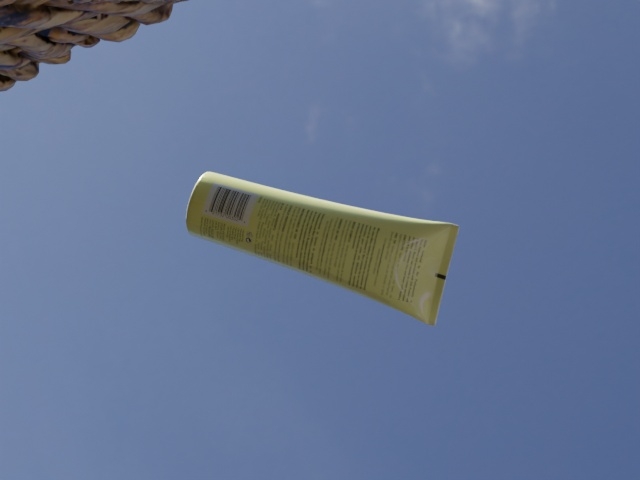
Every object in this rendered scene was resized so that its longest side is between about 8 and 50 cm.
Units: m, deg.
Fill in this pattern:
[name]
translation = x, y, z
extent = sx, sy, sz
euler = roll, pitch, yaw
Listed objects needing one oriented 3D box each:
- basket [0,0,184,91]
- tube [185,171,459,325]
[basket]
translation = -0.198, -0.222, 0.768
extent = 0.223, 0.213, 0.299
euler = -23, -100, 2
[tube]
translation = 0.000, 0.000, 1.526
extent = 0.240, 0.062, 0.070
euler = 16, -35, 17
